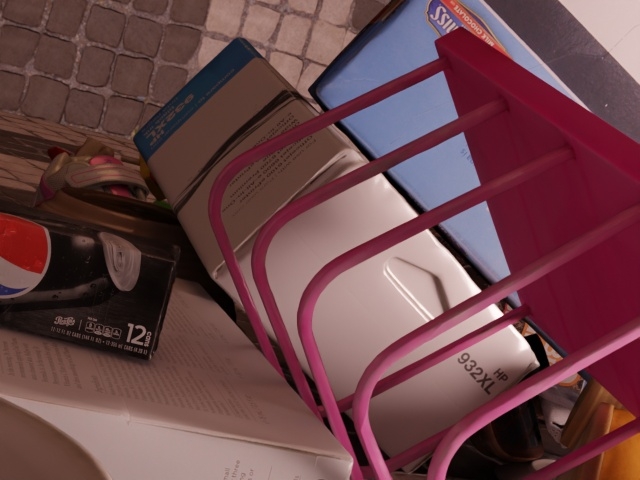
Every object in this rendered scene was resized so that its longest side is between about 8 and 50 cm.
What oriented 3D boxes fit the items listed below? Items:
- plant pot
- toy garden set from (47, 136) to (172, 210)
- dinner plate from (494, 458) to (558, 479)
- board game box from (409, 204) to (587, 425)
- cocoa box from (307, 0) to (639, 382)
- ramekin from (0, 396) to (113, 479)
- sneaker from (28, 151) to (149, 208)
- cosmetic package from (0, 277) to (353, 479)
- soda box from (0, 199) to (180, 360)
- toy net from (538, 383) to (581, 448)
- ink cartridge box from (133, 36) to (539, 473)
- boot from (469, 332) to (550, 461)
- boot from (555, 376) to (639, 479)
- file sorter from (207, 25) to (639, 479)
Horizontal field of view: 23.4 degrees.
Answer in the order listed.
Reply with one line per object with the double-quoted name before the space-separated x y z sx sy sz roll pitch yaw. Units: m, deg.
"plant pot" -0.165 0.024 1.227 0.237 0.109 0.237 14 6 -2
"toy garden set" -0.182 -0.050 1.664 0.244 0.049 0.204 20 -21 34
"dinner plate" 0.197 0.184 1.134 0.141 0.017 0.141 14 5 -1
"board game box" 0.127 0.058 1.474 0.291 0.141 0.232 15 7 -3
"cocoa box" 0.186 -0.069 1.166 0.347 0.228 0.231 45 3 -5
"ramekin" -0.172 0.107 0.424 0.273 0.127 0.273 15 7 -2
"sneaker" -0.213 -0.024 1.501 0.103 0.111 0.252 9 9 -43
"cosmetic package" -0.175 0.074 0.836 0.284 0.097 0.377 16 6 -17
"soda box" -0.158 0.011 0.774 0.169 0.053 0.060 14 7 -4
"toy net" 0.255 0.170 1.142 0.232 0.045 0.122 23 11 -4
"ink cartridge box" 0.000 0.000 1.150 0.223 0.129 0.307 47 2 -26
"boot" 0.114 0.132 1.183 0.106 0.082 0.219 -16 3 18
"boot" 0.240 0.180 0.928 0.211 0.104 0.295 28 19 7
"file sorter" 0.087 0.059 0.774 0.182 0.202 0.290 -28 33 -9
